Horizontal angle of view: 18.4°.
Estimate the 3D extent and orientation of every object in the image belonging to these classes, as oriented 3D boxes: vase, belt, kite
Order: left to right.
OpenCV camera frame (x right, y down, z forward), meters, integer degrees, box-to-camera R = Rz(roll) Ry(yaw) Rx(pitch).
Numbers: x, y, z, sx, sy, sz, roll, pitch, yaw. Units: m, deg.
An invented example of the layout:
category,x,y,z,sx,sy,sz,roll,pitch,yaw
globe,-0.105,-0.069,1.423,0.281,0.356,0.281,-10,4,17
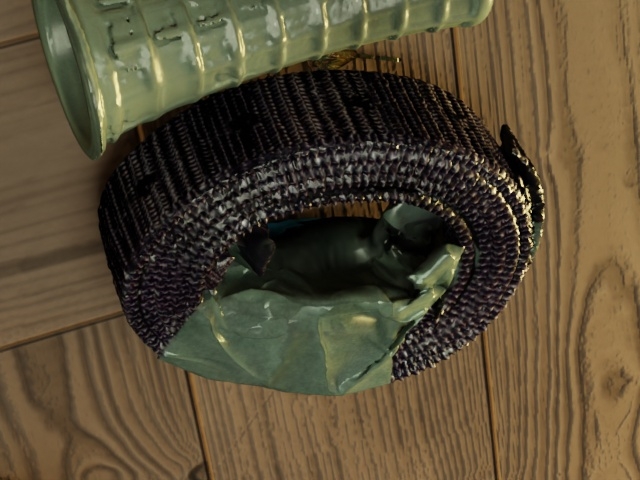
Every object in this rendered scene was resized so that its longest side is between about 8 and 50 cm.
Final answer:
category,x,y,z,sx,sy,sz,roll,pitch,yaw
vase,-0.035,-0.164,1.350,0.299,0.143,0.143,-18,126,-13
belt,0.000,0.000,1.463,0.325,0.122,0.260,-1,133,-22
kite,0.022,-0.143,1.465,0.078,0.002,0.044,-14,125,-11
